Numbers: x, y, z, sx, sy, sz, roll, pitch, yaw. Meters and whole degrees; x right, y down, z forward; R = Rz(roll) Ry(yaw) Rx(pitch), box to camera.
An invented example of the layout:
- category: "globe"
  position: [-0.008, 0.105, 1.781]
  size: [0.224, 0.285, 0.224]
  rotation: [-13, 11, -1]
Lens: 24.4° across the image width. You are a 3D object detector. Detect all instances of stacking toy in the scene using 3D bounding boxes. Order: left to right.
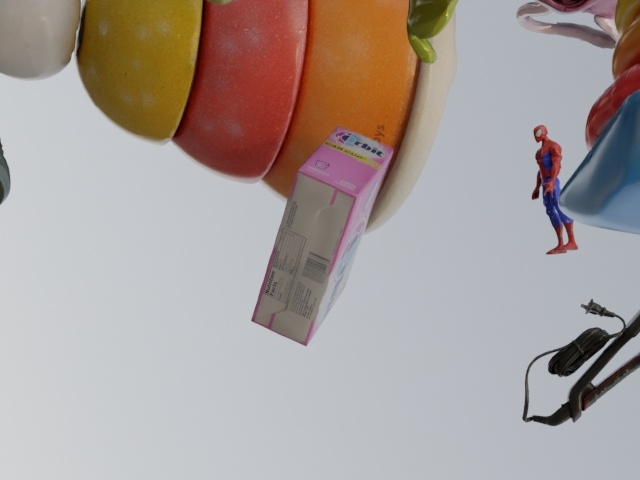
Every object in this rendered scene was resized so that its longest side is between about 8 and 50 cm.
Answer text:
- category: "stacking toy"
  position: [-0.128, -0.206, 1.532]
  size: [0.350, 0.480, 0.350]
  rotation: [-171, -90, -71]
- category: "stacking toy"
  position: [0.234, -0.154, 0.842]
  size: [0.175, 0.166, 0.301]
  rotation: [108, -13, -68]

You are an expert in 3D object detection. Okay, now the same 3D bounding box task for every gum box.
- category: "gum box"
  position: [0.000, 0.000, 1.407]
  size: [0.062, 0.107, 0.188]
  rotation: [25, -57, 9]

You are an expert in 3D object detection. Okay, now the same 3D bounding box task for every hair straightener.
- category: "hair straightener"
  position: [0.288, 0.102, 1.503]
  size: [0.089, 0.230, 0.047]
  rotation: [51, 5, 4]

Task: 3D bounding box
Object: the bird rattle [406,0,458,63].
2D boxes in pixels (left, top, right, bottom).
- category: "bird rattle"
  position: [0.050, -0.280, 1.177]
  size: [0.253, 0.143, 0.207]
  rotation: [45, -3, 9]

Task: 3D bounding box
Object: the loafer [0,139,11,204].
- category: "loafer"
  position: [-0.278, -0.102, 0.826]
  size: [0.267, 0.096, 0.084]
  rotation: [44, 29, -48]

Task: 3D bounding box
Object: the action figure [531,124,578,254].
- category: "action figure"
  position: [0.204, -0.046, 1.314]
  size: [0.038, 0.030, 0.115]
  rotation: [146, -62, -74]

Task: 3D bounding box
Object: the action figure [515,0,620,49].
- category: "action figure"
  position: [0.232, -0.299, 1.523]
  size: [0.370, 0.248, 0.275]
  rotation: [-71, 170, -66]

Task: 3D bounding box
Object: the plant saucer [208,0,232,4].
- category: "plant saucer"
  position: [-0.069, -0.372, 0.953]
  size: [0.333, 0.333, 0.081]
  rotation: [44, 13, -12]
